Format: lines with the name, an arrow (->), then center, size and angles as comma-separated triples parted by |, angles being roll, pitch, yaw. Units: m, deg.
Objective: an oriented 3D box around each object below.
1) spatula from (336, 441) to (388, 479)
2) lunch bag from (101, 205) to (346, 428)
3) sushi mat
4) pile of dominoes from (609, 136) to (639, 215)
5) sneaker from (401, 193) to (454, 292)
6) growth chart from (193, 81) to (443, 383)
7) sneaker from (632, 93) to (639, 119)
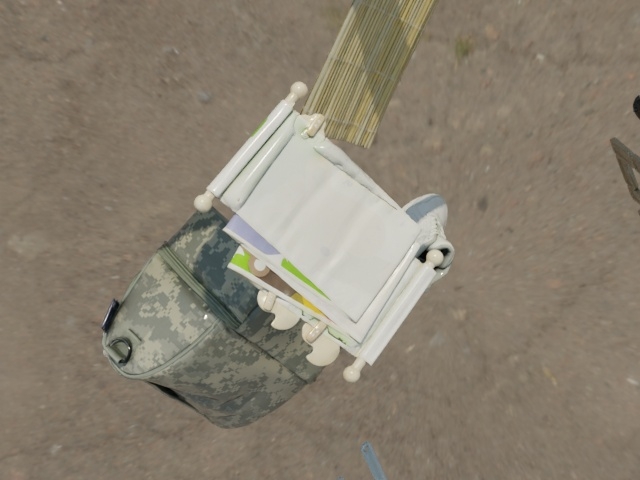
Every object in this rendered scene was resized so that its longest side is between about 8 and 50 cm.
spatula -> 0.048, 0.372, 1.348 | 0.019, 0.242, 0.168 | 33, 106, -34
lunch bag -> -0.143, 0.130, 1.583 | 0.256, 0.305, 0.212 | -49, 54, -3
sushi mat -> 0.081, -0.253, 1.218 | 0.019, 0.151, 0.317 | 37, 109, 33
pile of dominoes -> 0.510, -0.029, 1.538 | 0.040, 0.251, 0.196 | -31, 124, 1
sneaker -> 0.164, 0.012, 1.662 | 0.115, 0.232, 0.090 | -18, 125, 41
growth chart -> 0.000, 0.000, 0.987 | 0.172, 0.021, 0.237 | -45, 104, -11
sneaker -> 0.482, -0.197, 1.315 | 0.078, 0.234, 0.106 | 46, 72, -16
